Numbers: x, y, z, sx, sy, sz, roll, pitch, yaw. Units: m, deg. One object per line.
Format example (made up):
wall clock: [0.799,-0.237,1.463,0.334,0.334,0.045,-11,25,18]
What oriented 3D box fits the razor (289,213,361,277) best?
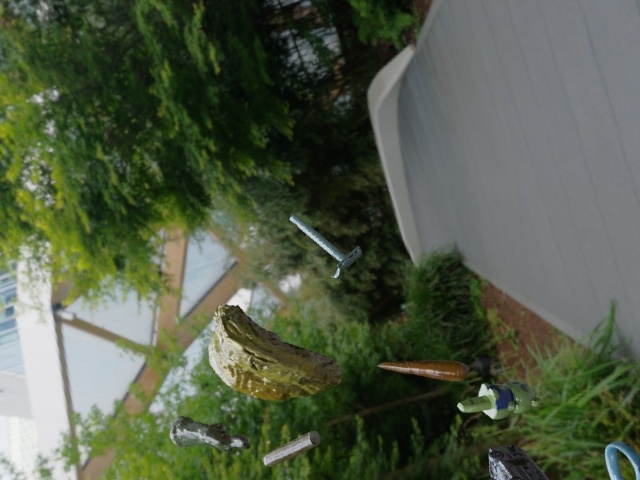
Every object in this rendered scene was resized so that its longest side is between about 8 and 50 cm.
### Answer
razor: [0.000,0.000,1.804,0.232,0.106,0.068,40,143,14]

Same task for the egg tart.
egg tart: [-0.112,0.266,1.352,0.339,0.153,0.351,29,174,-18]

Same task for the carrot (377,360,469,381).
carrot: [0.240,0.302,1.436,0.048,0.216,0.048,2,-90,-74]

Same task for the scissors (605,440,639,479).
scissors: [0.414,0.378,0.782,0.125,0.030,0.256,-129,24,-61]

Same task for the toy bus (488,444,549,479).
toy bus: [0.441,0.530,1.339,0.178,0.098,0.087,-127,29,-72]

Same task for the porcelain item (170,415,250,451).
porcelain item: [-0.261,0.471,1.467,0.069,0.215,0.081,-59,-46,-40]

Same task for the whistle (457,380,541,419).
whistle: [0.468,0.418,1.602,0.105,0.227,0.085,-146,53,-71]

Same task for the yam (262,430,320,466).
yam: [-0.088,0.601,1.744,0.046,0.264,0.046,23,-133,-27]
